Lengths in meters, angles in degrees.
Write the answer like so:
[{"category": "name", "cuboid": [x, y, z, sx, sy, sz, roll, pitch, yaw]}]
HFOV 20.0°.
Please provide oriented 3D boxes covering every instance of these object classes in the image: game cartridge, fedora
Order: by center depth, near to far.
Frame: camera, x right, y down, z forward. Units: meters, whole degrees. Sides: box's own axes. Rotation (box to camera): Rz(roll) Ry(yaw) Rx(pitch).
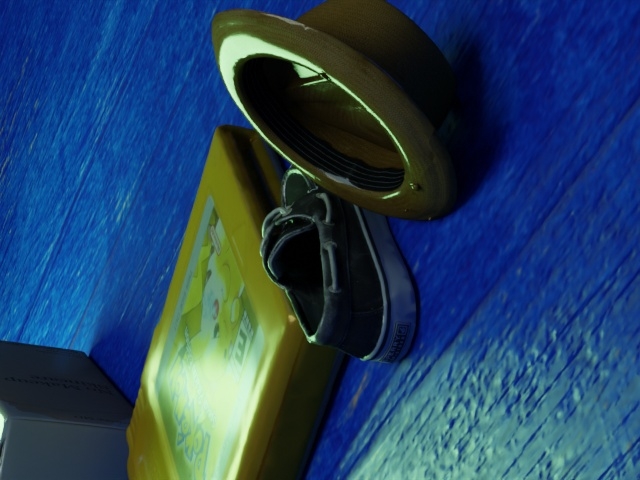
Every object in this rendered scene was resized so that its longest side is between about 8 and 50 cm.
[{"category": "fedora", "cuboid": [0.022, -0.094, 1.102, 0.079, 0.194, 0.194, -49, 12, -19]}, {"category": "game cartridge", "cuboid": [-0.077, 0.117, 1.369, 0.285, 0.052, 0.324, -115, 40, -56]}]

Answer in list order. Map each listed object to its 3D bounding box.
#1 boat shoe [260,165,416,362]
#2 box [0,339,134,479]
[{"category": "boat shoe", "cuboid": [0.000, 0.000, 1.186, 0.219, 0.070, 0.078, -117, 41, -57]}, {"category": "box", "cuboid": [-0.265, 0.188, 1.701, 0.311, 0.148, 0.121, -153, 74, -67]}]
